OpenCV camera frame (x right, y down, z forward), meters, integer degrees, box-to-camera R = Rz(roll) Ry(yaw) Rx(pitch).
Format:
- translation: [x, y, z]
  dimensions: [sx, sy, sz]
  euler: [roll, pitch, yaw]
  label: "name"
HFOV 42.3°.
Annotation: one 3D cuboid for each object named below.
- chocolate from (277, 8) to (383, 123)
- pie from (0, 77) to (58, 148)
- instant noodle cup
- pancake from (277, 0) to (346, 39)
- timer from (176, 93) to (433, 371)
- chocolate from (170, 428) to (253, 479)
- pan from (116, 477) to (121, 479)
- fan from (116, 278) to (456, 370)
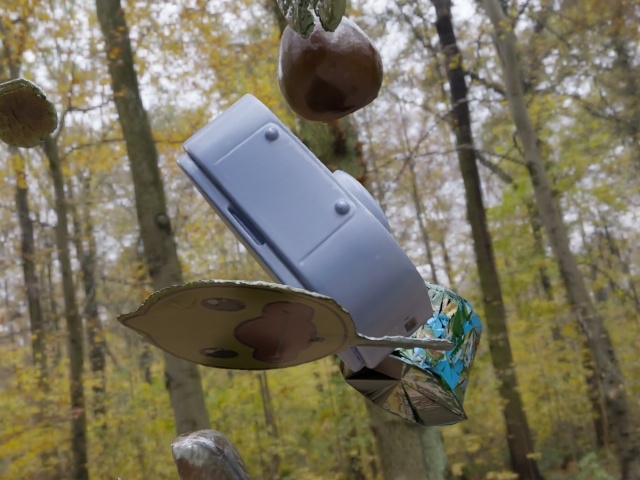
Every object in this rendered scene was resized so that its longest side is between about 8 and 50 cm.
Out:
- translation: [0.006, -0.268, 1.256]
  dimensions: [0.177, 0.176, 0.177]
  euler: [-9, -14, -2]
  label: "chocolate"
- translation: [-0.341, -0.144, 0.941]
  dimensions: [0.084, 0.084, 0.020]
  euler: [-13, 26, 13]
  label: "pie"
- translation: [0.172, 0.192, 1.459]
  dimensions: [0.240, 0.178, 0.240]
  euler: [22, -32, 15]
  label: "instant noodle cup"
- translation: [-0.020, -0.378, 1.035]
  dimensions: [0.037, 0.253, 0.253]
  euler: [-13, -13, -18]
  label: "pancake"
- translation: [0.000, 0.000, 1.135]
  dimensions: [0.173, 0.395, 0.395]
  euler: [-41, -13, -5]
  label: "timer"
- translation: [-0.123, 0.385, 1.172]
  dimensions: [0.080, 0.254, 0.157]
  euler: [-20, -12, 9]
  label: "chocolate"
- translation: [-0.311, 0.425, 1.347]
  dimensions: [0.115, 0.068, 0.023]
  euler: [31, 12, 40]
  label: "pan"
- translation: [-0.031, 0.092, 0.811]
  dimensions: [0.335, 0.011, 0.229]
  euler: [4, -28, -6]
  label: "fan"
